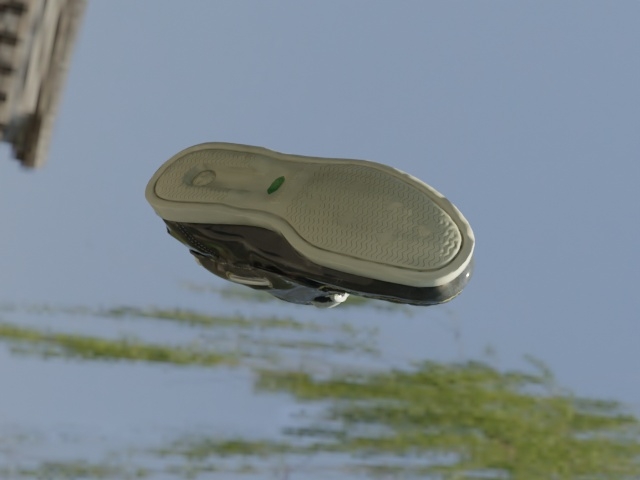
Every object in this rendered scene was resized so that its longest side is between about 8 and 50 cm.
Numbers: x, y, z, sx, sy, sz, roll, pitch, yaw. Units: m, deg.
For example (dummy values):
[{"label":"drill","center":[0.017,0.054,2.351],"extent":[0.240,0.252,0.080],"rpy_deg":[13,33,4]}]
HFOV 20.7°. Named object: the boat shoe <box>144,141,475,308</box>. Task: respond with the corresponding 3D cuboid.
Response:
[{"label":"boat shoe","center":[0.000,0.000,1.035],"extent":[0.233,0.084,0.079],"rpy_deg":[14,-42,40]}]
